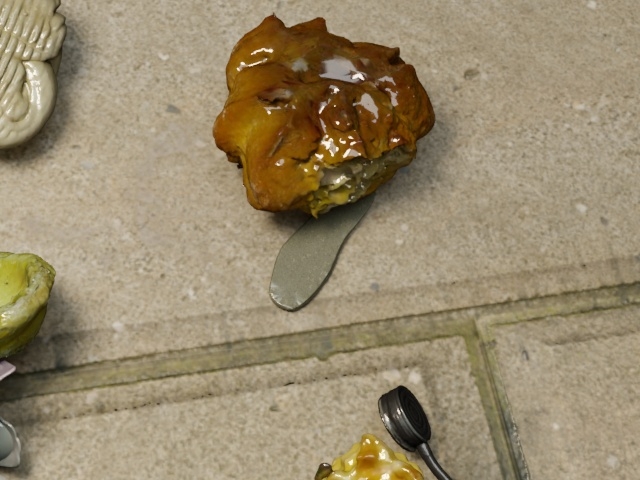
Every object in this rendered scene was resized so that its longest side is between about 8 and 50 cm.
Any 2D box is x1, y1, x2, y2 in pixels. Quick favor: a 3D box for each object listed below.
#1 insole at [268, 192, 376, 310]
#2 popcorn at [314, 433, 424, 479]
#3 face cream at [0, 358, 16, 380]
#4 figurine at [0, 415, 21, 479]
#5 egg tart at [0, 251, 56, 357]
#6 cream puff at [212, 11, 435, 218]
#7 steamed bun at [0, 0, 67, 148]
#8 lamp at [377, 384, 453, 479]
[{"bbox_3d":[0.000,0.000,1.724,0.063,0.010,0.192,33,63,5],"label":"insole"},{"bbox_3d":[0.057,0.284,1.518,0.170,0.180,0.180,30,57,-34],"label":"popcorn"},{"bbox_3d":[-0.425,0.189,1.491,0.274,0.154,0.096,-34,101,-16],"label":"face cream"},{"bbox_3d":[-0.345,0.222,1.511,0.094,0.082,0.086,41,39,-4],"label":"figurine"},{"bbox_3d":[-0.354,0.076,1.544,0.197,0.197,0.078,-18,111,-19],"label":"egg tart"},{"bbox_3d":[-0.007,-0.134,1.711,0.241,0.155,0.269,25,48,6],"label":"cream puff"},{"bbox_3d":[-0.394,-0.210,1.678,0.218,0.144,0.211,27,71,-30],"label":"steamed bun"},{"bbox_3d":[0.199,0.294,1.574,0.108,0.130,0.371,-37,65,20],"label":"lamp"}]
